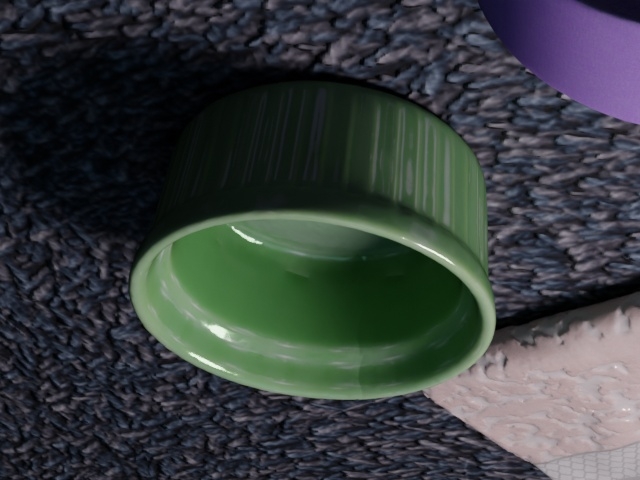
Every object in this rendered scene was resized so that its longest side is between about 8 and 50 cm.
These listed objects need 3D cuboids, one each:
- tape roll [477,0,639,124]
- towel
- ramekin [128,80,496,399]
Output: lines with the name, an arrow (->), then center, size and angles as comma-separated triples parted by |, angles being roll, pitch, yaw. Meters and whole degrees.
tape roll -> 0.218, -0.196, 0.971 | 0.274, 0.275, 0.090 | 3, 147, 9
towel -> 0.306, 0.159, 1.731 | 0.331, 0.053, 0.317 | -20, 139, 35
ramekin -> 0.000, 0.000, 1.452 | 0.303, 0.148, 0.303 | 5, 148, 3
